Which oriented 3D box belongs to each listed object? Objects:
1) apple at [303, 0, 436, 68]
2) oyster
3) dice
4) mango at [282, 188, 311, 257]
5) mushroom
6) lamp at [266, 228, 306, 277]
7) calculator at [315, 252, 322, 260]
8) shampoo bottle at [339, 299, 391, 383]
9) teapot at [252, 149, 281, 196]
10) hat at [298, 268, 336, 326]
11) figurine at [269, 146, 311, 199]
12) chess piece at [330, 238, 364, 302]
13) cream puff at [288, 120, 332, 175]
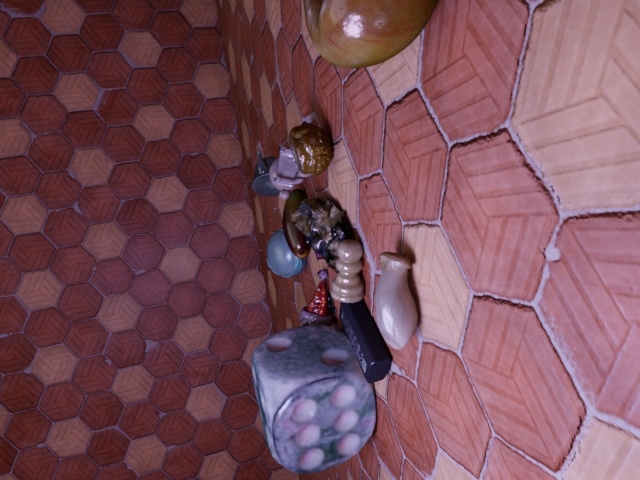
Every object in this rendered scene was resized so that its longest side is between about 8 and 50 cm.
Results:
[{"bbox_3d":[0.078,-0.407,0.740,0.261,0.194,0.260,170,90,-73],"label":"apple"},{"bbox_3d":[-0.005,-0.048,1.458,0.361,0.096,0.221,55,143,43],"label":"oyster"},{"bbox_3d":[-0.029,0.486,1.476,0.348,0.331,0.327,-132,34,-66],"label":"dice"},{"bbox_3d":[-0.087,-0.063,1.749,0.133,0.111,0.267,34,-130,-74],"label":"mango"},{"bbox_3d":[0.162,0.128,1.004,0.097,0.088,0.212,-5,-89,-73],"label":"mushroom"},{"bbox_3d":[-0.156,0.060,2.010,0.284,0.147,0.209,127,129,-71],"label":"lamp"},{"bbox_3d":[0.000,0.000,1.619,0.190,0.034,0.126,150,110,-73],"label":"calculator"},{"bbox_3d":[0.105,0.241,1.313,0.309,0.071,0.098,-116,20,-45],"label":"shampoo bottle"},{"bbox_3d":[-0.215,-0.291,2.025,0.239,0.163,0.148,48,-151,-57],"label":"teapot"},{"bbox_3d":[-0.004,0.212,1.688,0.140,0.129,0.227,-87,7,-82],"label":"hat"},{"bbox_3d":[-0.123,-0.244,1.694,0.257,0.145,0.181,160,98,-76],"label":"figurine"},{"bbox_3d":[0.080,0.077,1.286,0.094,0.094,0.170,-131,42,-63],"label":"chess piece"},{"bbox_3d":[-0.025,-0.270,1.365,0.150,0.115,0.165,134,115,-80],"label":"cream puff"}]
